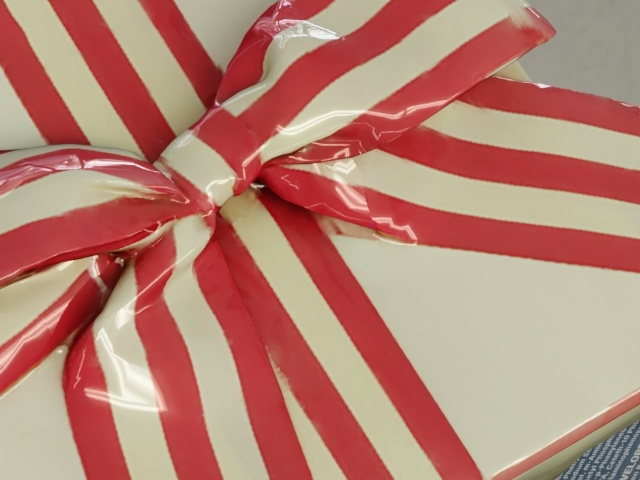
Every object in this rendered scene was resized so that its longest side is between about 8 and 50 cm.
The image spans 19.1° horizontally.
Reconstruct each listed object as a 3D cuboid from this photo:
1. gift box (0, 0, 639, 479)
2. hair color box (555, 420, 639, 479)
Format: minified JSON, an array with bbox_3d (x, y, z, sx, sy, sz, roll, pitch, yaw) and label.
[{"bbox_3d":[-0.036,0.037,0.596,0.255,0.258,0.276,-32,76,-26],"label":"gift box"},{"bbox_3d":[0.159,0.128,0.743,0.174,0.347,0.105,40,68,-19],"label":"hair color box"}]
